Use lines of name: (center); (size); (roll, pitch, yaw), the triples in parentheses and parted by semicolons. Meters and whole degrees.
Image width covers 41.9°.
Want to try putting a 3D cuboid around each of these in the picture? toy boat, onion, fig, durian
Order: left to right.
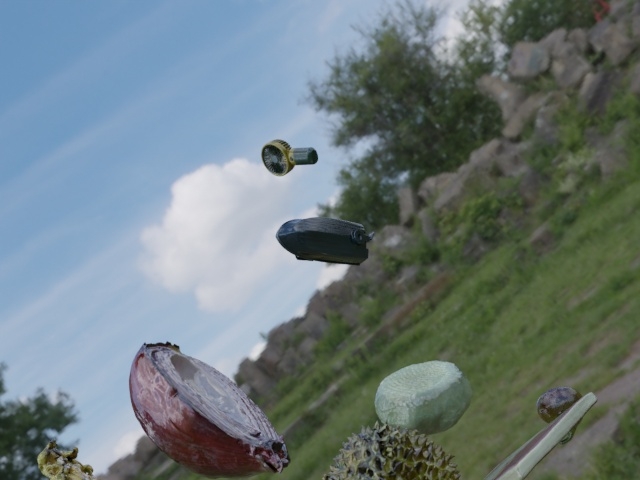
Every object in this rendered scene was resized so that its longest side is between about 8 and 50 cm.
onion: (-0.158, 0.263, 1.169); (0.120, 0.283, 0.227); (-57, -39, 1)
toy boat: (-0.001, 0.001, 2.162); (0.296, 0.114, 0.122); (7, -24, -42)
durian: (0.100, 0.450, 1.413); (0.293, 0.258, 0.258); (-58, -6, -16)
fig: (0.461, 0.324, 1.573); (0.084, 0.098, 0.082); (-26, -3, -22)

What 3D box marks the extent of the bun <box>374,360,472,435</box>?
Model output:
bun: (0.206, 0.315, 1.629); (0.195, 0.118, 0.195); (-18, 6, 2)

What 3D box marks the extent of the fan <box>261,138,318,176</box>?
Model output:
fan: (-0.064, -0.186, 1.854); (0.155, 0.082, 0.039); (4, 29, 42)

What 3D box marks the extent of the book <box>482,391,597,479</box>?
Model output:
book: (0.236, 0.282, 1.029); (0.162, 0.022, 0.232); (-30, -21, -35)

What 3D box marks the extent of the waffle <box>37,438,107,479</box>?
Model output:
waffle: (-0.417, 0.443, 1.515); (0.060, 0.280, 0.262); (-53, -39, -15)
